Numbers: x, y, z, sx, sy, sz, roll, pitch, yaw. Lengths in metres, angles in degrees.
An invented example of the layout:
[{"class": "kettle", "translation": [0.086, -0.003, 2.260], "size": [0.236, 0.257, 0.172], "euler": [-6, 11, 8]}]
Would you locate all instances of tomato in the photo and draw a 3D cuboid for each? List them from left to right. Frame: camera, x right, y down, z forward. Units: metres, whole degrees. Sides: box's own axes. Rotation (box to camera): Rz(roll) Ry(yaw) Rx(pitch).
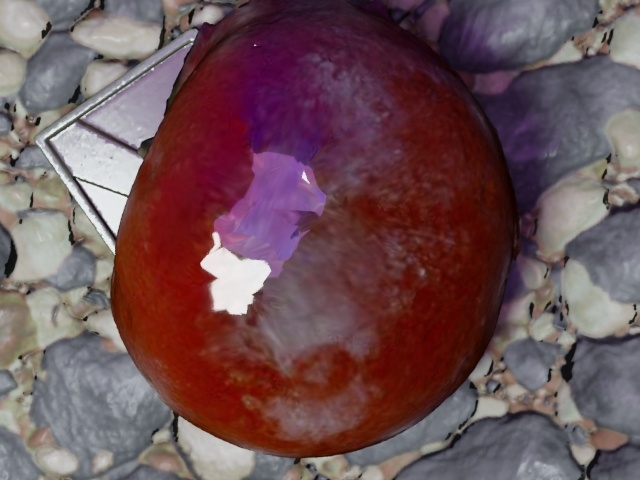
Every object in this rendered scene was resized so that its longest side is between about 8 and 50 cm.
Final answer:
[{"class": "tomato", "translation": [0.002, -0.004, 1.300], "size": [0.290, 0.176, 0.335], "euler": [21, 96, -2]}]

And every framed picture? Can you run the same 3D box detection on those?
[{"class": "framed picture", "translation": [-0.096, -0.035, 1.395], "size": [0.150, 0.015, 0.203], "euler": [-35, 93, 6]}]
